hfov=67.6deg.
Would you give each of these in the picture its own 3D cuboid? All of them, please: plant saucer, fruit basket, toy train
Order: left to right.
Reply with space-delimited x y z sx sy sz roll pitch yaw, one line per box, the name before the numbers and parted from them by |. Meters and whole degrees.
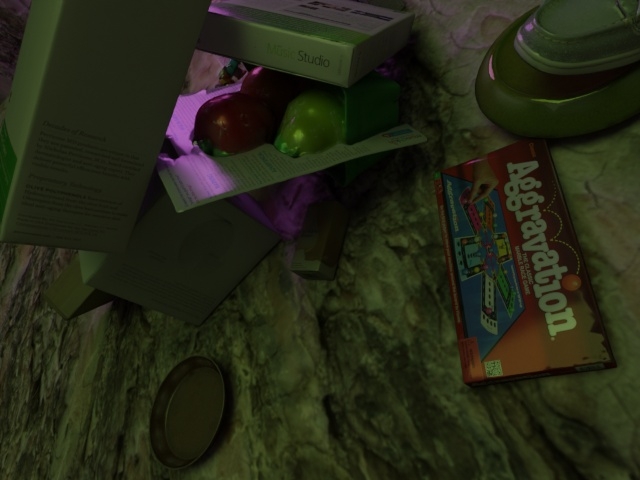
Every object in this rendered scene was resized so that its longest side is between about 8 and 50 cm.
plant saucer | -0.202 0.265 0.745 0.168 0.029 0.169 -19 56 30
toy train | -0.217 -0.342 1.081 0.166 0.046 0.125 -38 27 51
fruit basket | -0.076 -0.166 0.713 0.352 0.166 0.327 -24 44 -16
plant saucer | 0.309 -0.233 0.593 0.240 0.037 0.241 -17 53 24

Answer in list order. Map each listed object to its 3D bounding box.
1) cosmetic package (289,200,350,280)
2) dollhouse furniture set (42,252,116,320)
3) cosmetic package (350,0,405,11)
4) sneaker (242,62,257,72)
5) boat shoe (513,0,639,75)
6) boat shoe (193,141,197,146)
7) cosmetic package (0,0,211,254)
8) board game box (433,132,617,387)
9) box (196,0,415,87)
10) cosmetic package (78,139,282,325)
cosmetic package | 0.000 0.000 0.725 0.060 0.041 0.115 -3 64 39
dollhouse furniture set | -0.517 -0.083 0.950 0.256 0.362 0.394 -44 89 11
cosmetic package | 0.064 -0.506 0.929 0.060 0.099 0.239 -41 46 12
sneaker | -0.075 -0.393 0.943 0.295 0.147 0.105 9 69 40
boat shoe | 0.354 -0.278 0.495 0.320 0.103 0.118 -23 55 2
boat shoe | -0.249 -0.171 0.989 0.096 0.098 0.277 -26 53 24
cosmetic package | -0.290 -0.190 0.609 0.197 0.155 0.366 39 112 45
board game box | 0.217 0.015 0.551 0.145 0.027 0.282 -19 55 29
box | -0.008 -0.318 0.719 0.232 0.059 0.322 19 35 14
cosmetic package | -0.230 -0.007 0.789 0.225 0.224 0.138 -46 46 7
